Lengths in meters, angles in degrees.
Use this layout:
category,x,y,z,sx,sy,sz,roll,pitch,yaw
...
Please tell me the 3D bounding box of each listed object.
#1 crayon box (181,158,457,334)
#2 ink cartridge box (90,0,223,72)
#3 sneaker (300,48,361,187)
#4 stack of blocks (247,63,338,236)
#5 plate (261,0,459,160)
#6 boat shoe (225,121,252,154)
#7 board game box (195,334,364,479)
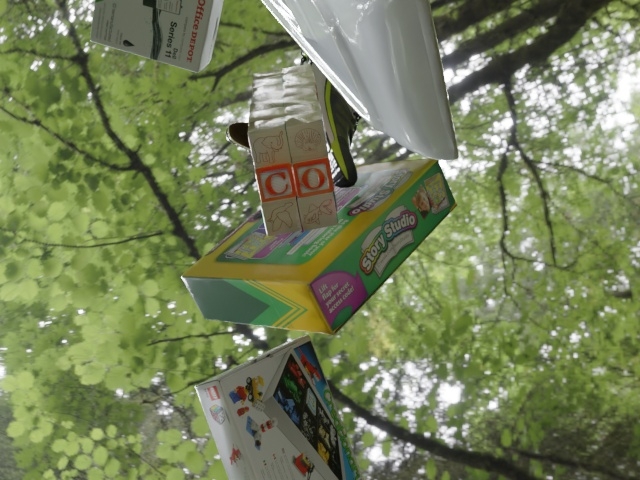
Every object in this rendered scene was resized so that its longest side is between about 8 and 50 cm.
category,x,y,z,sx,sy,sz,roll,pitch,yaw
crayon box,0.000,0.000,1.211,0.363,0.313,0.106,-43,-61,-36
ink cartridge box,-0.294,-0.410,1.309,0.208,0.087,0.153,16,-65,-2
sneaker,0.042,-0.231,1.230,0.121,0.111,0.300,-3,-110,-11
stack of blocks,-0.033,-0.111,0.950,0.087,0.297,0.171,-10,-65,1
plate,-0.020,-0.181,0.471,0.045,0.277,0.278,-39,-108,4
boat shoe,-0.113,-0.175,1.312,0.152,0.049,0.056,11,-114,-42
board game box,-0.034,0.301,0.972,0.193,0.053,0.305,-17,-95,-52
